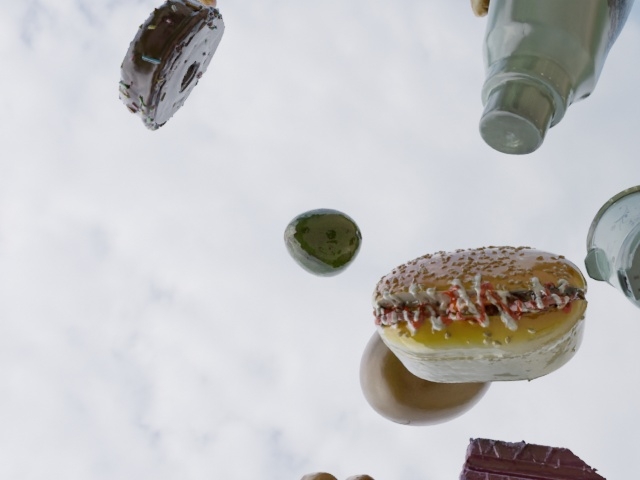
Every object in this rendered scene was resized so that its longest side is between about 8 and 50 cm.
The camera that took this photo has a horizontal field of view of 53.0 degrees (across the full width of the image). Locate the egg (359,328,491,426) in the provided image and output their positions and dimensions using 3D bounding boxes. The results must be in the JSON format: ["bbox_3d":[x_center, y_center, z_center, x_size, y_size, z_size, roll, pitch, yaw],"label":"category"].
[{"bbox_3d":[0.257,0.293,1.532,0.351,0.282,0.282,-25,-95,-26],"label":"egg"}]

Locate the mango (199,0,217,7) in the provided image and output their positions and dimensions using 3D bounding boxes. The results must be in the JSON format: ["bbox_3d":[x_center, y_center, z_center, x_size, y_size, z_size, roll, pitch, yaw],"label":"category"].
[{"bbox_3d":[-0.261,-0.540,1.419,0.060,0.089,0.046,39,-88,19],"label":"mango"}]

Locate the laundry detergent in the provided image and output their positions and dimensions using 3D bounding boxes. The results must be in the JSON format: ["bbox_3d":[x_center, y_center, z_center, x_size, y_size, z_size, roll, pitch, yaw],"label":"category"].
[{"bbox_3d":[0.255,-0.272,0.682,0.397,0.125,0.264,-62,-35,-25],"label":"laundry detergent"}]

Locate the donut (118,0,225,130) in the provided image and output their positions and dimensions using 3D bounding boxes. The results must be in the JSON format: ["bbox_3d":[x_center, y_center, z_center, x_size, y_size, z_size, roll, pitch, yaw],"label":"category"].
[{"bbox_3d":[-0.251,-0.297,1.064,0.089,0.235,0.235,31,-124,-3],"label":"donut"}]

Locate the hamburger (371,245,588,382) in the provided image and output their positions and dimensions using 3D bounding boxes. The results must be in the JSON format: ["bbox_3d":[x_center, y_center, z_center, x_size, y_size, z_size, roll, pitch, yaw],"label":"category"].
[{"bbox_3d":[0.220,0.089,0.906,0.151,0.295,0.227,68,-152,-23],"label":"hamburger"}]

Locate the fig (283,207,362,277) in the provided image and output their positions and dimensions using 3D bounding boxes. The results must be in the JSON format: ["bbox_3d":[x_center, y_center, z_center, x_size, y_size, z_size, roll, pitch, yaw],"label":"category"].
[{"bbox_3d":[0.000,0.000,1.623,0.191,0.181,0.181,9,-114,-30],"label":"fig"}]

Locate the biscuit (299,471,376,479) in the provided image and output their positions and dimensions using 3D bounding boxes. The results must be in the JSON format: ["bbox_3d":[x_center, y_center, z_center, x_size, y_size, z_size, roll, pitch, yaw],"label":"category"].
[{"bbox_3d":[0.046,0.516,0.918,0.275,0.052,0.355,21,-129,-47],"label":"biscuit"}]

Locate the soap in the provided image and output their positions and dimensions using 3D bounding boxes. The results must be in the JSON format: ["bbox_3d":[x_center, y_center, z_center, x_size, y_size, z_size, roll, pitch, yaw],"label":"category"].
[{"bbox_3d":[0.364,0.423,1.020,0.112,0.289,0.182,54,-136,-34],"label":"soap"}]

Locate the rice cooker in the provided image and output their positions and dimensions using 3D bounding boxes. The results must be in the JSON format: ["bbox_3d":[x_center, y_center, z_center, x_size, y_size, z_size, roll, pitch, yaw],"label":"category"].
[{"bbox_3d":[0.740,0.021,1.407,0.317,0.317,0.264,-36,-76,-37],"label":"rice cooker"}]

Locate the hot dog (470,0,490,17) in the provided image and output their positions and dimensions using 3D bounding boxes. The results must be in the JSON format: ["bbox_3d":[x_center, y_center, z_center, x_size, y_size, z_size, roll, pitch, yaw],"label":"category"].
[{"bbox_3d":[0.188,-0.311,0.721,0.056,0.041,0.133,-61,-36,-36],"label":"hot dog"}]
